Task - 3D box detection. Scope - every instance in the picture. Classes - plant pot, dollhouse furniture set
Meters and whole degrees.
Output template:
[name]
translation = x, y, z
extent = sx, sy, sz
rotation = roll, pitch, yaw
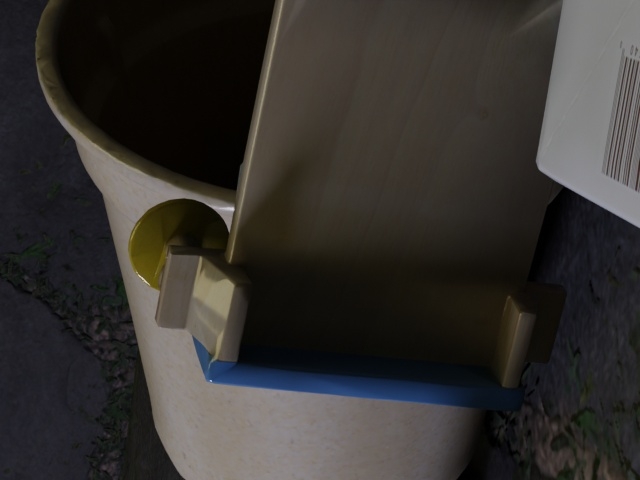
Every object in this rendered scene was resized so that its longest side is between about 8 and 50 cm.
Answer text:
[plant pot]
translation = 0.000, 0.000, 1.136
extent = 0.334, 0.333, 0.305
rotation = -102, 11, -50
[dollhouse furniture set]
translation = 0.078, -0.098, 0.796
extent = 0.198, 0.303, 0.286
rotation = -117, 34, -64

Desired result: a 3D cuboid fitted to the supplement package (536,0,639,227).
[supplement package]
translation = 0.195, -0.055, 0.427
extent = 0.139, 0.244, 0.134
rotation = -132, 49, -73
